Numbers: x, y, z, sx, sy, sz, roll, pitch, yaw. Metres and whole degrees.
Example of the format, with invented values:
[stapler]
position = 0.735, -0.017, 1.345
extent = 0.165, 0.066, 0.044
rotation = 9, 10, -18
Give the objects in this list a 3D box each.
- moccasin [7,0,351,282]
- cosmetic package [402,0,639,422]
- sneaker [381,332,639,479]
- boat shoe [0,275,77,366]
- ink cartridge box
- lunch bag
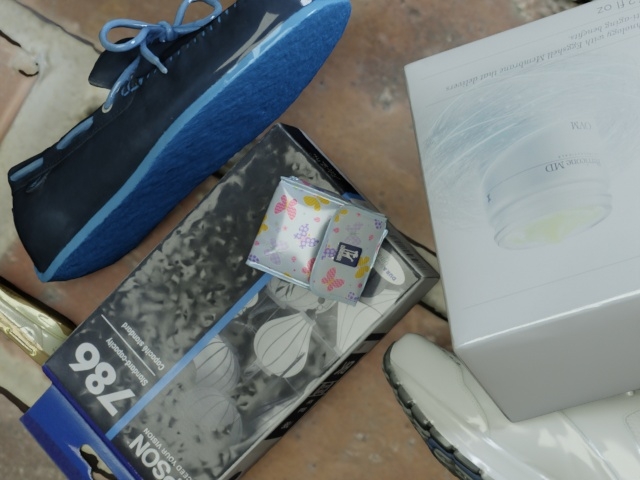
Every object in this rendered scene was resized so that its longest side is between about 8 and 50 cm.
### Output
[moccasin]
position = -0.127, -0.099, 1.230
extent = 0.342, 0.137, 0.117
rotation = -39, 74, 27
[cosmetic package]
position = 0.192, -0.029, 1.117
extent = 0.224, 0.138, 0.225
rotation = -18, 59, 15
[sneaker]
position = 0.178, 0.146, 1.190
extent = 0.297, 0.111, 0.129
rotation = 33, 81, 12
[boat shoe]
position = -0.257, 0.053, 1.339
extent = 0.135, 0.050, 0.045
rotation = 30, 92, 16
[ink cartridge box]
position = -0.084, 0.085, 1.279
extent = 0.165, 0.065, 0.333
rotation = 46, 102, 13
[lunch bag]
position = 0.000, 0.000, 1.198
extent = 0.083, 0.053, 0.071
rotation = 24, 96, 7
